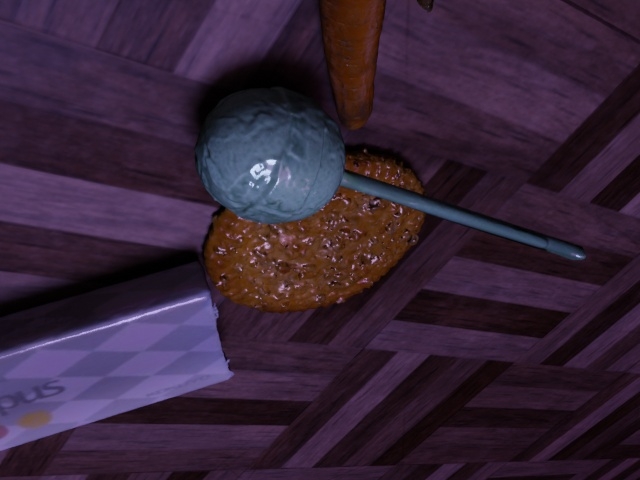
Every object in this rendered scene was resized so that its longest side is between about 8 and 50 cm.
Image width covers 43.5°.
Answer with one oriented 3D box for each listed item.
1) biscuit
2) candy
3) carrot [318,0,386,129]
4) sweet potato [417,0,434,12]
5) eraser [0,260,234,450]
[{"bbox_3d":[0.000,0.000,0.869,0.254,0.035,0.254,-15,143,-12],"label":"biscuit"},{"bbox_3d":[0.089,-0.038,0.761,0.440,0.119,0.119,14,130,-29],"label":"candy"},{"bbox_3d":[0.028,-0.163,0.667,0.061,0.061,0.209,-17,149,-9],"label":"carrot"},{"bbox_3d":[0.110,-0.246,0.622,0.041,0.038,0.153,23,129,-17],"label":"sweet potato"},{"bbox_3d":[-0.299,0.142,0.843,0.397,0.082,0.213,-16,143,-10],"label":"eraser"}]
